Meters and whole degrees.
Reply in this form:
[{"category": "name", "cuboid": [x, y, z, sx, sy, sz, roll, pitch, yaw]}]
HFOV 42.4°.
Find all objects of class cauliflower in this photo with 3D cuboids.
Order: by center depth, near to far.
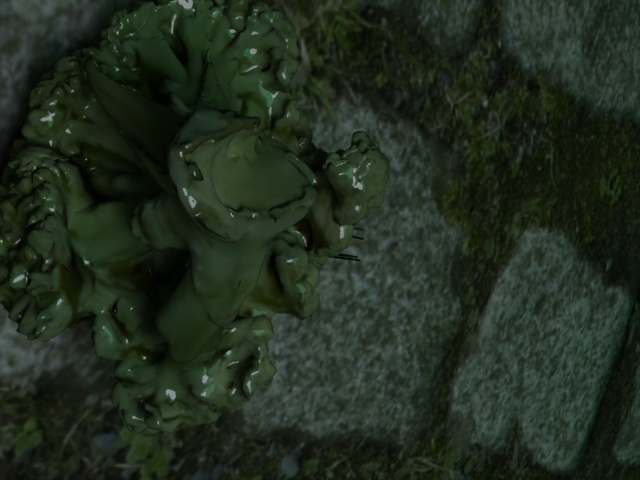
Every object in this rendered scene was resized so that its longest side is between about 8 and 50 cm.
[{"category": "cauliflower", "cuboid": [-0.073, -0.018, 0.574, 0.260, 0.281, 0.327, -1, 99, -45]}]

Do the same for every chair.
[{"category": "chair", "cuboid": [-0.001, 0.000, 0.811, 0.086, 0.042, 0.037, 9, 99, -6]}]
